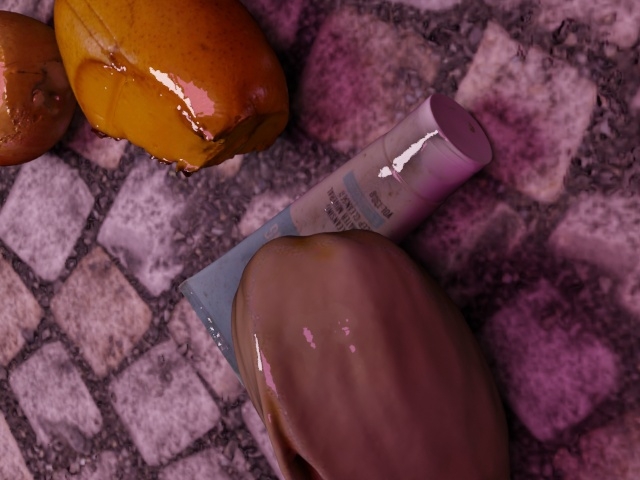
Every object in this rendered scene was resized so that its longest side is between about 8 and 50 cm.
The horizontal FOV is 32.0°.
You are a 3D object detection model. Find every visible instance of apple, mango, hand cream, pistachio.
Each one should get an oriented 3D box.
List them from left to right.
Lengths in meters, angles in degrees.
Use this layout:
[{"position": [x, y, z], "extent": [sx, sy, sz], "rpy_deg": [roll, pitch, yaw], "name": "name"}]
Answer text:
[{"position": [-0.296, -0.138, 1.016], "extent": [0.146, 0.146, 0.147], "rpy_deg": [4, 97, 28], "name": "apple"}, {"position": [-0.132, -0.153, 0.929], "extent": [0.252, 0.126, 0.154], "rpy_deg": [40, 124, 26], "name": "mango"}, {"position": [0.000, 0.000, 0.908], "extent": [0.312, 0.070, 0.111], "rpy_deg": [-41, 80, 30], "name": "hand cream"}, {"position": [0.038, 0.120, 0.823], "extent": [0.166, 0.197, 0.288], "rpy_deg": [-18, 109, 34], "name": "pistachio"}]
